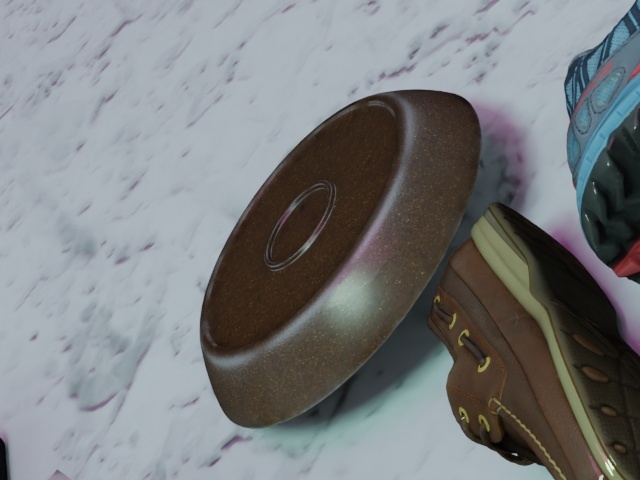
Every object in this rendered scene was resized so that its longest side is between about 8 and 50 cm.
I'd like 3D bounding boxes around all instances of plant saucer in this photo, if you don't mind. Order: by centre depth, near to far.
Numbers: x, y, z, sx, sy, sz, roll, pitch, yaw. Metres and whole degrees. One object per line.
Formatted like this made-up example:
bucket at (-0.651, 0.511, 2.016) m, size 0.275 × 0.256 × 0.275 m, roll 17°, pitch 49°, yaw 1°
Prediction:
plant saucer at (0.000, 0.000, 0.767) m, size 0.168 × 0.029 × 0.168 m, roll -44°, pitch 24°, yaw 26°

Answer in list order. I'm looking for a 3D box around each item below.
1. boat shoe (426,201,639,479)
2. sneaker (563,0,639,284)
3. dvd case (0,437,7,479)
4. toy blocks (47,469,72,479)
boat shoe at (0.079, 0.053, 0.634) m, size 0.060 × 0.064 × 0.178 m, roll -50°, pitch 26°, yaw 15°
sneaker at (0.177, -0.107, 0.629) m, size 0.262 × 0.104 × 0.125 m, roll -42°, pitch 28°, yaw 17°
dvd case at (-0.240, 0.221, 0.868) m, size 0.253 × 0.022 × 0.180 m, roll -39°, pitch 35°, yaw 17°
toy blocks at (-0.167, 0.160, 0.625) m, size 0.260 × 0.309 × 0.288 m, roll -15°, pitch 25°, yaw -22°
